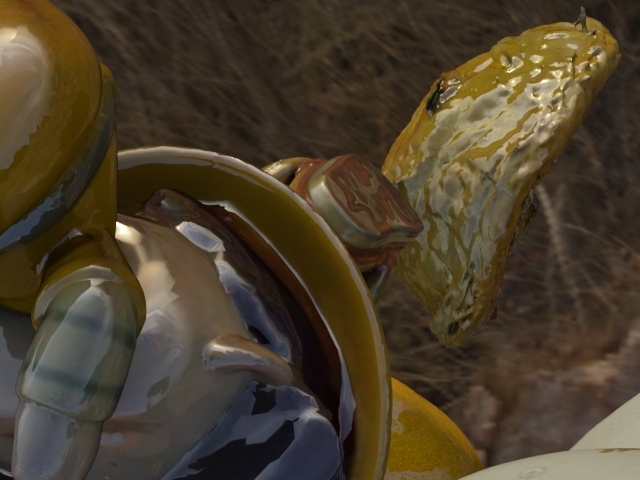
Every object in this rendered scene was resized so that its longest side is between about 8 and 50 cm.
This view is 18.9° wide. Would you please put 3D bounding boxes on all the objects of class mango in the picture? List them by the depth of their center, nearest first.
[{"bbox_3d":[0.015,0.117,1.066,0.190,0.075,0.098,25,110,-14],"label":"mango"}]

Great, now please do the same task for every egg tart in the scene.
[{"bbox_3d":[0.148,-0.073,1.760,0.153,0.351,0.339,27,115,-2],"label":"egg tart"}]

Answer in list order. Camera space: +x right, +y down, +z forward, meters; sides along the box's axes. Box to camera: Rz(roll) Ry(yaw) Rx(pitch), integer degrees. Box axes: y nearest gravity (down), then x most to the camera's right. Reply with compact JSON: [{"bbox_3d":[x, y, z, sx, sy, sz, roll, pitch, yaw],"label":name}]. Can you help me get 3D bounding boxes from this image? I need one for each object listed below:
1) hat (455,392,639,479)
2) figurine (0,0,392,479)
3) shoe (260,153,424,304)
[{"bbox_3d":[0.177,0.139,0.904,0.258,0.168,0.301,22,48,25],"label":"hat"},{"bbox_3d":[-0.075,0.029,0.615,0.192,0.257,0.167,30,62,36],"label":"figurine"},{"bbox_3d":[-0.002,-0.002,0.797,0.069,0.109,0.072,-41,101,10],"label":"shoe"}]
